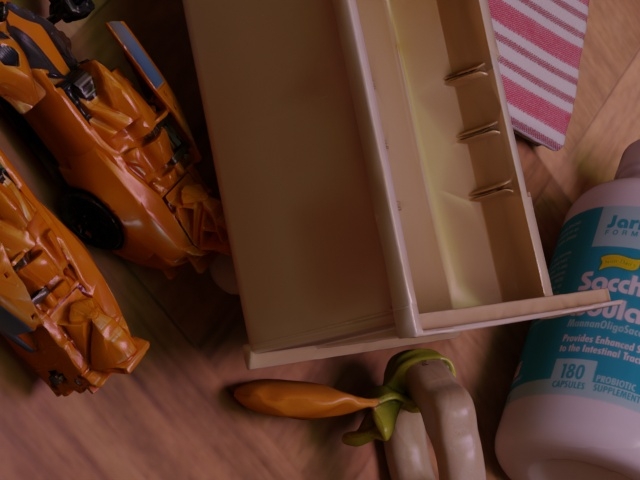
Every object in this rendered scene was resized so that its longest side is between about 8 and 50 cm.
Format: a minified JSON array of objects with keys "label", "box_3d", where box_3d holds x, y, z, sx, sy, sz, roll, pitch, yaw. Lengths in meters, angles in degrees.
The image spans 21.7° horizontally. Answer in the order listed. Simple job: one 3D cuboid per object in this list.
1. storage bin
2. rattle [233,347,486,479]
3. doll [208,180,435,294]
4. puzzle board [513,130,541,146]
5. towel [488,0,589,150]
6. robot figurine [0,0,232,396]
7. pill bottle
[{"label":"storage bin","box_3d":[0.053,-0.070,0.984,0.260,0.123,0.262,-4,79,-53]},{"label":"rattle","box_3d":[0.035,0.175,1.042,0.142,0.130,0.200,-17,121,-32]},{"label":"doll","box_3d":[0.000,0.000,1.052,0.189,0.046,0.129,-14,91,-45]},{"label":"puzzle board","box_3d":[0.140,-0.145,1.227,0.096,0.011,0.128,23,68,-37]},{"label":"towel","box_3d":[0.140,-0.176,1.209,0.144,0.029,0.197,25,69,-37]},{"label":"robot figurine","box_3d":[-0.168,-0.072,0.888,0.291,0.085,0.211,55,51,-20]},{"label":"pill bottle","box_3d":[0.225,0.058,1.177,0.146,0.146,0.264,38,59,-31]}]
